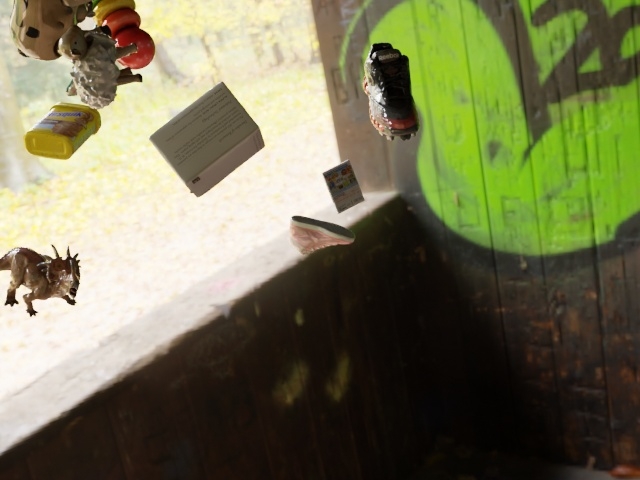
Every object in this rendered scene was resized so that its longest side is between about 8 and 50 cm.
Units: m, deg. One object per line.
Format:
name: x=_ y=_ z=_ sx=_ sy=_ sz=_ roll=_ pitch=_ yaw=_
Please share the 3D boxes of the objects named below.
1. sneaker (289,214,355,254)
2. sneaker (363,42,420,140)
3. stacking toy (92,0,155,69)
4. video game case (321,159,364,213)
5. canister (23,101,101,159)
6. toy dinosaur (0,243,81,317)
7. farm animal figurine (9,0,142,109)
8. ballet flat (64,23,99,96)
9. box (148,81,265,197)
sneaker: x=0.000 y=0.000 z=1.616 sx=0.134 sy=0.070 sz=0.051 roll=15 pitch=21 yaw=12
sneaker: x=0.146 y=-0.322 z=1.729 sx=0.097 sy=0.135 sz=0.276 roll=-7 pitch=43 yaw=-3
stacking toy: x=-0.450 y=-0.513 z=1.754 sx=0.141 sy=0.330 sz=0.141 roll=-30 pitch=-8 yaw=-4
video game case: x=0.061 y=-0.144 z=2.217 sx=0.087 sy=0.122 sz=0.011 roll=-28 pitch=18 yaw=-17
canister: x=-0.610 y=-0.259 z=1.952 sx=0.126 sy=0.073 sz=0.170 roll=8 pitch=33 yaw=6
toy dinosaur: x=-0.714 y=0.076 z=2.080 sx=0.295 sy=0.200 sz=0.127 roll=24 pitch=34 yaw=7
farm animal figurine: x=-0.389 y=-0.384 z=1.142 sx=0.172 sy=0.327 sz=0.330 roll=-21 pitch=51 yaw=-30
ballet flat: x=-0.504 y=-0.421 z=1.877 sx=0.077 sy=0.241 sz=0.091 roll=25 pitch=22 yaw=-17
box: x=-0.216 y=-0.191 z=1.608 sx=0.182 sy=0.119 sz=0.181 roll=-38 pitch=-4 yaw=-4
